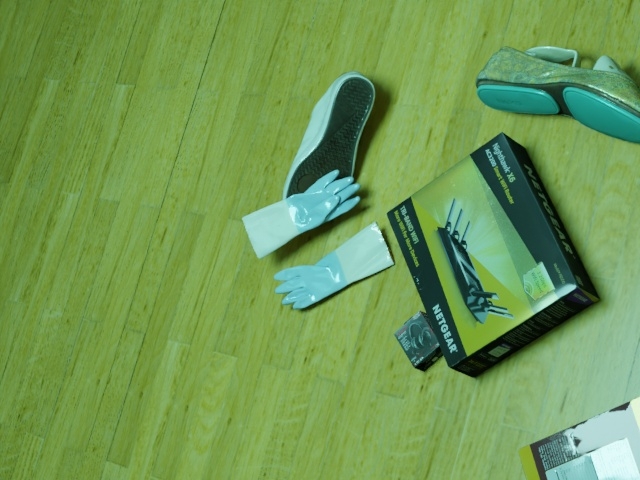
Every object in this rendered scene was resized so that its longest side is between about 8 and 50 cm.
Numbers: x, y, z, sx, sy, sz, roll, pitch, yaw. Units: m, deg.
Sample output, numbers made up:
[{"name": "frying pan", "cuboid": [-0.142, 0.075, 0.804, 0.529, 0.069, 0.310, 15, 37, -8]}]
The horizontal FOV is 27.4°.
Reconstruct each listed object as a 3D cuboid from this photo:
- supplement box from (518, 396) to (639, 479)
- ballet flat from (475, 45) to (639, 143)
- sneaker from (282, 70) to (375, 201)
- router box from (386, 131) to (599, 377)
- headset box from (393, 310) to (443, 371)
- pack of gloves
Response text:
[{"name": "supplement box", "cuboid": [0.406, 0.321, 1.770, 0.194, 0.191, 0.129, -29, 58, 26]}, {"name": "ballet flat", "cuboid": [0.400, -0.241, 2.048, 0.348, 0.123, 0.123, 19, 85, 41]}, {"name": "sneaker", "cuboid": [0.016, -0.165, 2.345, 0.290, 0.106, 0.123, -63, 13, 12]}, {"name": "router box", "cuboid": [0.263, 0.022, 2.068, 0.243, 0.081, 0.309, -36, 55, 22]}, {"name": "headset box", "cuboid": [0.162, 0.160, 2.128, 0.062, 0.032, 0.083, -43, 54, 18]}, {"name": "pack of gloves", "cuboid": [0.000, 0.000, 2.295, 0.232, 0.046, 0.195, -27, 78, 21]}]
